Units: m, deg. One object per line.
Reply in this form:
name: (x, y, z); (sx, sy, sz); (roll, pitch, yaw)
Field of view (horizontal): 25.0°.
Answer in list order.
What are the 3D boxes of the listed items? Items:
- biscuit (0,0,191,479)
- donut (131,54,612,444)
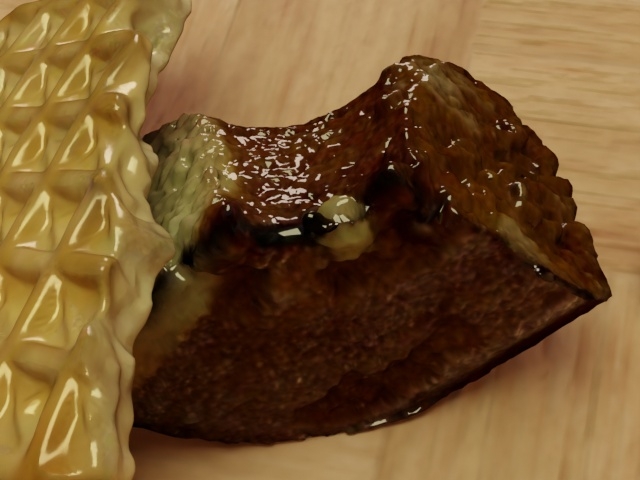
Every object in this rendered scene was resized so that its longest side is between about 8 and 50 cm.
biscuit: (-0.136, -0.003, 0.566); (0.205, 0.040, 0.309); (-27, 38, 26)
donut: (-0.006, 0.007, 0.573); (0.187, 0.144, 0.126); (-33, 42, 26)
